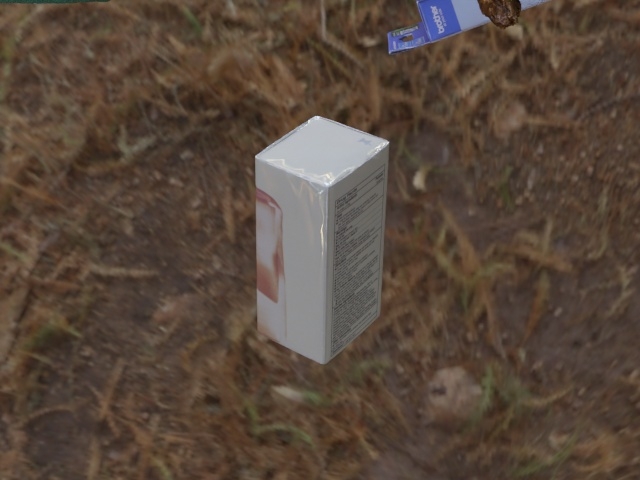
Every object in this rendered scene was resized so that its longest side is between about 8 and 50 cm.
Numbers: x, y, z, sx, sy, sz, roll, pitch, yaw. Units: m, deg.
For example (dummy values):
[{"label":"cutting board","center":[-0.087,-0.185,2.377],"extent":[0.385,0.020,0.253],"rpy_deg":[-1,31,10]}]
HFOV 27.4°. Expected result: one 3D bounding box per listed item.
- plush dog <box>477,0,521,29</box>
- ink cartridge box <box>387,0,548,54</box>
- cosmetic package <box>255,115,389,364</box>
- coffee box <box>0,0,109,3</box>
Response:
[{"label":"plush dog","center":[0.193,-0.321,1.184],"extent":[0.210,0.225,0.262],"rpy_deg":[33,56,14]},{"label":"ink cartridge box","center":[0.220,-0.315,1.605],"extent":[0.311,0.186,0.065],"rpy_deg":[-21,106,9]},{"label":"cosmetic package","center":[0.000,0.000,1.813],"extent":[0.129,0.296,0.153],"rpy_deg":[23,39,28]},{"label":"coffee box","center":[-0.154,-0.141,0.481],"extent":[0.184,0.040,0.113],"rpy_deg":[3,67,18]}]
